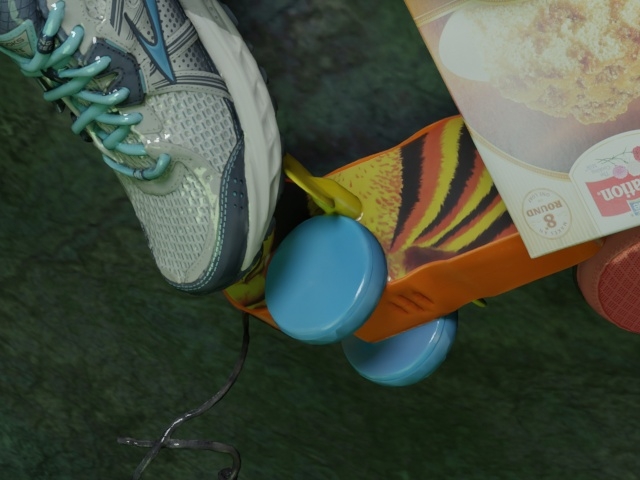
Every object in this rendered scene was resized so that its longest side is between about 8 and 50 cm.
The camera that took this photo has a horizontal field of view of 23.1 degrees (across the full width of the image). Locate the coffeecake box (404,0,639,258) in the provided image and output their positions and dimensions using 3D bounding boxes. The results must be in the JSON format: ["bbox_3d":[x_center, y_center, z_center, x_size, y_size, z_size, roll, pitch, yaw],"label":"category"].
[{"bbox_3d":[0.123,-0.102,0.697,0.142,0.068,0.185,-20,101,41],"label":"coffeecake box"}]

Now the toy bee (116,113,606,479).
[{"bbox_3d":[0.000,0.000,0.875,0.298,0.162,0.195,-20,145,4],"label":"toy bee"}]

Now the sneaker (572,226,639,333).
[{"bbox_3d":[0.271,0.040,0.773,0.313,0.136,0.116,5,136,23],"label":"sneaker"}]

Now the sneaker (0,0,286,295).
[{"bbox_3d":[-0.112,-0.099,0.755,0.110,0.122,0.283,-6,106,43],"label":"sneaker"}]
